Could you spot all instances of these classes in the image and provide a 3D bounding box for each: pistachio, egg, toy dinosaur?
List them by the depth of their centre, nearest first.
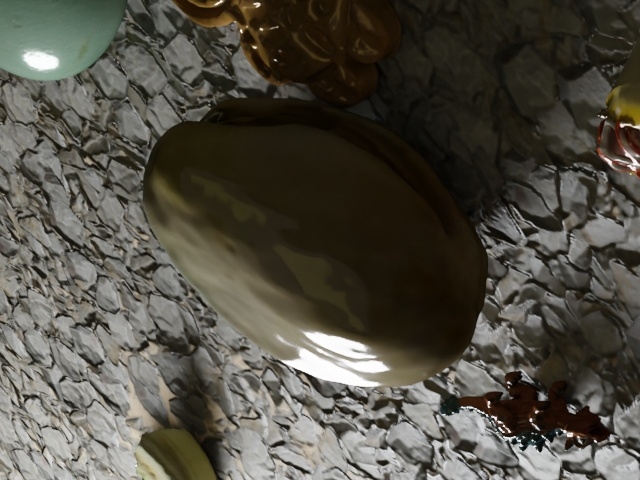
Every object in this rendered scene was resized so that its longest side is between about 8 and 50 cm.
[{"bbox_3d":[0.000,0.000,1.234,0.288,0.166,0.197,31,116,21],"label":"pistachio"},{"bbox_3d":[0.160,0.137,1.269,0.154,0.049,0.055,5,123,39],"label":"toy dinosaur"},{"bbox_3d":[-0.242,-0.242,1.328,0.168,0.168,0.231,15,130,40],"label":"egg"}]

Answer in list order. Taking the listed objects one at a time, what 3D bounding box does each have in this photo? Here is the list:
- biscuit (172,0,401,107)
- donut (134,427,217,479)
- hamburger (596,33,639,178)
[{"bbox_3d":[-0.055,-0.223,1.249,0.289,0.044,0.202,51,142,10],"label":"biscuit"},{"bbox_3d":[-0.152,0.268,1.679,0.108,0.065,0.166,43,139,16],"label":"donut"},{"bbox_3d":[0.264,-0.069,0.916,0.210,0.173,0.116,7,96,43],"label":"hamburger"}]
